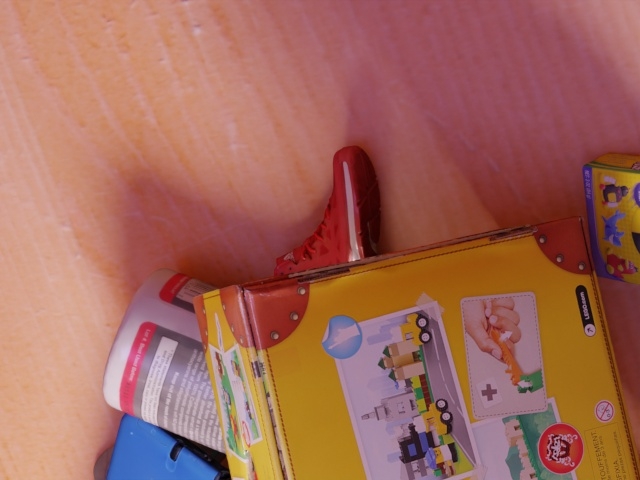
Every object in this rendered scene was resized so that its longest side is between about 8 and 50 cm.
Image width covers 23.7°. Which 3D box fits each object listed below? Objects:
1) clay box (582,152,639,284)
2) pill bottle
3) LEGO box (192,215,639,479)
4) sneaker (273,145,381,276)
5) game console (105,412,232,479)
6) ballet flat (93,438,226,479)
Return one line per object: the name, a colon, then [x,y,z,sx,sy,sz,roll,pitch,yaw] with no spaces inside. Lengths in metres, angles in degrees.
clay box: [0.372,-0.012,1.538,0.222,0.053,0.127,12,119,48]
pill bottle: [-0.074,0.166,1.758,0.318,0.176,0.176,21,117,8]
LEGO box: [0.117,0.256,1.531,0.372,0.193,0.500,-11,87,-19]
sneaker: [0.000,0.000,1.718,0.128,0.087,0.221,2,110,19]
game console: [-0.129,0.351,1.894,0.250,0.173,0.293,33,124,24]
ballet flat: [-0.215,0.285,1.926,0.213,0.068,0.072,-20,103,27]
